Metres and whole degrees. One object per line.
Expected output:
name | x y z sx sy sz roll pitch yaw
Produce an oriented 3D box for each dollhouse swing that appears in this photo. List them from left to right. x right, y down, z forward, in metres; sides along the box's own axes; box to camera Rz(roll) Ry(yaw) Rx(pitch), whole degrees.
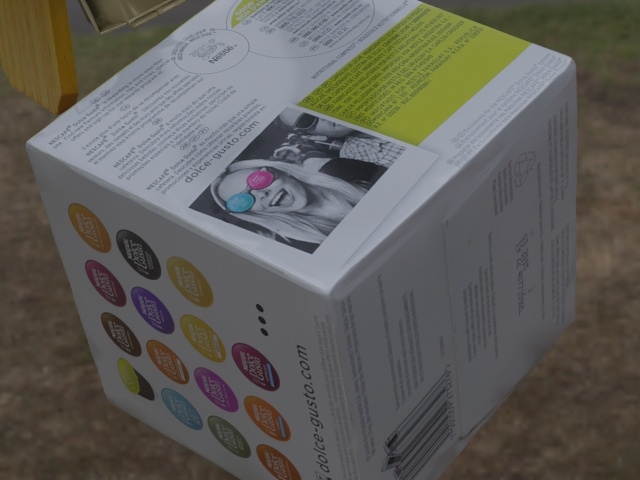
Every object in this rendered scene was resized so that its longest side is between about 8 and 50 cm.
dollhouse swing | -0.508 -0.352 2.089 0.315 0.304 0.347 1 17 -31

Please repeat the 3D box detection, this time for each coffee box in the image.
coffee box | 0.000 0.000 1.354 0.334 0.337 0.338 26 53 31

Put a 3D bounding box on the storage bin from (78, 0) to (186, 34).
storage bin | -0.197 -0.406 1.702 0.260 0.262 0.123 -29 33 -9
